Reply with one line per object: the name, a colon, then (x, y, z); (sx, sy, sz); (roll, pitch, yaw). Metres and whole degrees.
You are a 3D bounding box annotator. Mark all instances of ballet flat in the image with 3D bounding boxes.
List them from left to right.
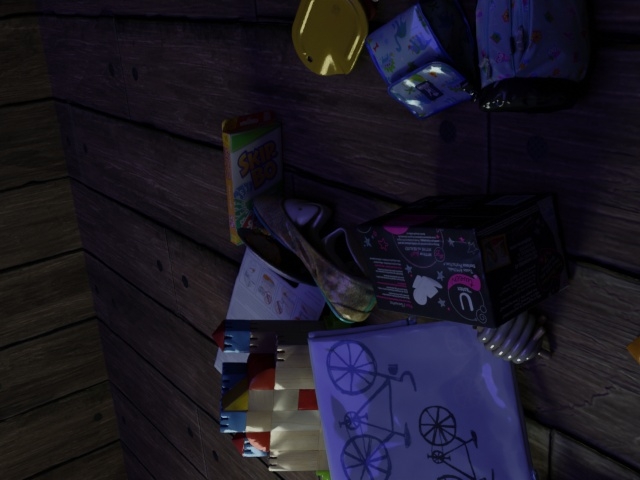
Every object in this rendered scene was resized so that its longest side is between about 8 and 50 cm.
ballet flat: (0.000, 0.000, 1.436); (0.348, 0.123, 0.123); (51, 142, 30)

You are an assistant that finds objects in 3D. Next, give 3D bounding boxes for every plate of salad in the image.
plate of salad: (-0.074, 0.024, 1.498); (0.200, 0.200, 0.048); (41, 103, 39)

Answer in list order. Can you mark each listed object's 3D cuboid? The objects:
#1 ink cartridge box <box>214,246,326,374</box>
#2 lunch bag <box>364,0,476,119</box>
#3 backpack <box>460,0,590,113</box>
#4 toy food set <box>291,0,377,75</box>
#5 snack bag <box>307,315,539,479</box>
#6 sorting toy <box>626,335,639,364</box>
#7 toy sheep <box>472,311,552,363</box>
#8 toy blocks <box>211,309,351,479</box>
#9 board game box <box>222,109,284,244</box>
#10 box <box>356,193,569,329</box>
ink cartridge box: (-0.090, 0.200, 1.714); (0.308, 0.091, 0.385); (36, 116, 43)
lunch bag: (0.153, -0.257, 1.088); (0.129, 0.096, 0.151); (-18, 105, 55)
backpack: (0.252, -0.247, 0.911); (0.115, 0.152, 0.182); (1, 94, 50)
toy food set: (0.036, -0.367, 1.238); (0.128, 0.071, 0.218); (38, 142, 6)
snack bag: (0.159, 0.279, 1.202); (0.342, 0.037, 0.323); (-11, 86, 20)
sorting toy: (0.473, 0.103, 0.827); (0.229, 0.041, 0.307); (56, 144, 23)
toy sheep: (0.277, 0.133, 1.097); (0.132, 0.091, 0.091); (34, 139, 6)
toy blocks: (-0.083, 0.303, 1.481); (0.191, 0.261, 0.381); (-109, 22, -66)
board game box: (-0.133, -0.127, 1.542); (0.039, 0.124, 0.259); (24, 125, 48)
box: (0.199, 0.022, 1.085); (0.247, 0.163, 0.142); (5, 113, 56)
